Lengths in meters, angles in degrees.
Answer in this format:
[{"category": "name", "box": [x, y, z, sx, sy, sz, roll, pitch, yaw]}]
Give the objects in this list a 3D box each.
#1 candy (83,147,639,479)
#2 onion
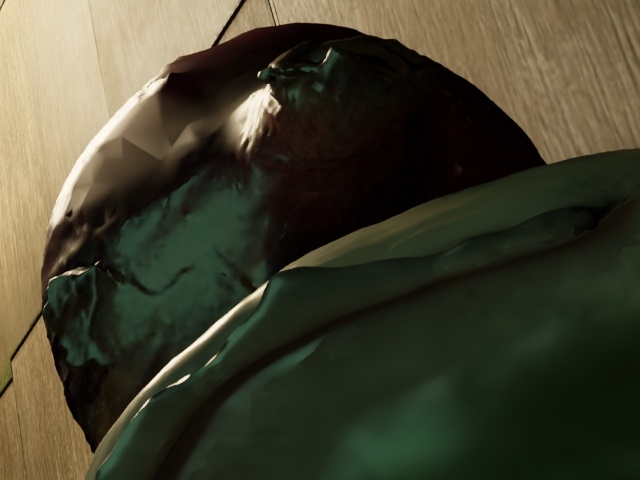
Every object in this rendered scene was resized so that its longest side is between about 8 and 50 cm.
[{"category": "candy", "box": [0.089, 0.158, 0.633, 0.186, 0.426, 0.386, -52, -48, -78]}, {"category": "onion", "box": [0.000, 0.000, 0.806, 0.385, 0.347, 0.348, 102, 157, -59]}]
